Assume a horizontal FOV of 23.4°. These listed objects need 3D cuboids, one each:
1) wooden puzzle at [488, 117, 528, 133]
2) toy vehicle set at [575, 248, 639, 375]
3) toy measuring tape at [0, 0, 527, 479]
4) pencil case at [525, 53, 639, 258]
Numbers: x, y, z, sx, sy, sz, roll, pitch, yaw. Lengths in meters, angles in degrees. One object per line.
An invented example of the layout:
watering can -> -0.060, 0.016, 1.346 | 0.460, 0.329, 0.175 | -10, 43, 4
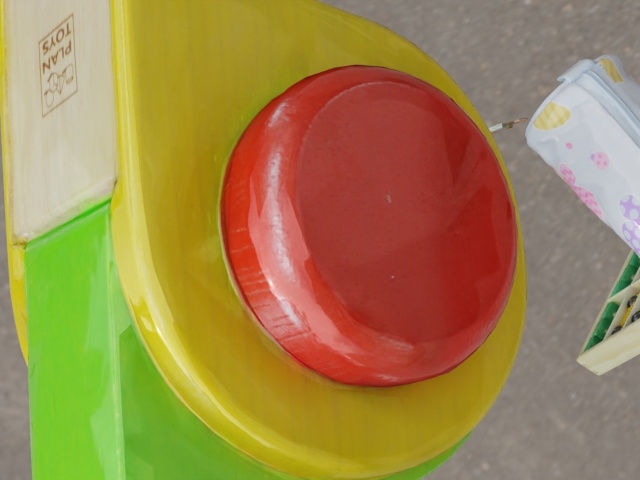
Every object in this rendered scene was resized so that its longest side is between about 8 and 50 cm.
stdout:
wooden puzzle -> 0.216, -0.138, 1.925 | 0.083, 0.049, 0.006 | -18, 88, 34
toy vehicle set -> 0.403, 0.025, 1.819 | 0.035, 0.267, 0.166 | 34, 152, -4
toy measuring tape -> -0.015, -0.055, 0.375 | 0.121, 0.121, 0.330 | -14, 74, 35
pencil case -> 0.297, -0.034, 1.323 | 0.113, 0.124, 0.273 | -41, 69, 2
